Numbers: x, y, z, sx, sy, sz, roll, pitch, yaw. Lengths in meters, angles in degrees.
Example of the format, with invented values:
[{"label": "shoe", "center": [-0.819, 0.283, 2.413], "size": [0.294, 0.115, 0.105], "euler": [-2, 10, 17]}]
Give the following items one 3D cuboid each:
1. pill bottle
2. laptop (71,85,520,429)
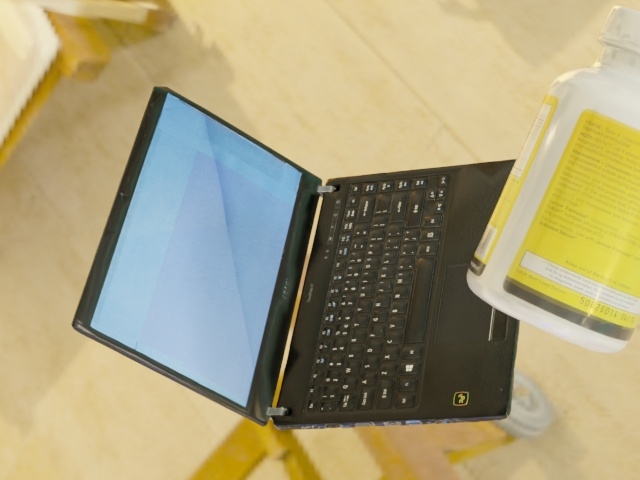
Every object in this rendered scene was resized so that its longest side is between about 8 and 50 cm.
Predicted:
[{"label": "pill bottle", "center": [0.164, -0.036, 0.850], "size": [0.103, 0.103, 0.184], "euler": [29, 99, 39]}, {"label": "laptop", "center": [0.000, 0.000, 1.028], "size": [0.264, 0.136, 0.234], "euler": [-5, 49, 21]}]
